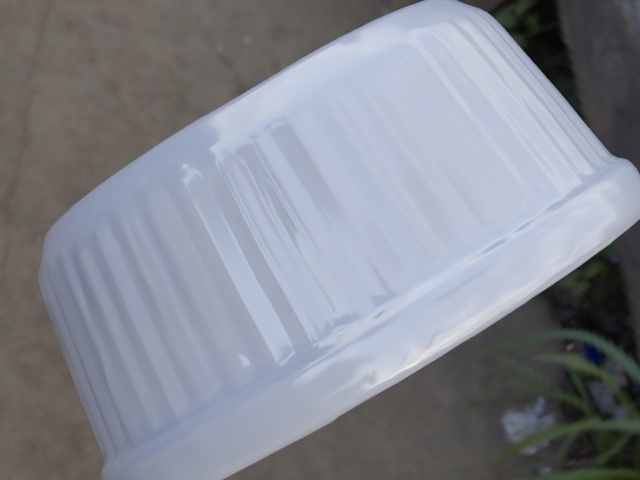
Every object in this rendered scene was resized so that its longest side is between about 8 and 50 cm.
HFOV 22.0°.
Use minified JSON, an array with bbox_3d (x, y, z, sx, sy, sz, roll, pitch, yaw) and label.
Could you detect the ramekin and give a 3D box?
[{"bbox_3d":[0.000,0.000,0.735,0.273,0.273,0.127,-29,88,-45],"label":"ramekin"}]
